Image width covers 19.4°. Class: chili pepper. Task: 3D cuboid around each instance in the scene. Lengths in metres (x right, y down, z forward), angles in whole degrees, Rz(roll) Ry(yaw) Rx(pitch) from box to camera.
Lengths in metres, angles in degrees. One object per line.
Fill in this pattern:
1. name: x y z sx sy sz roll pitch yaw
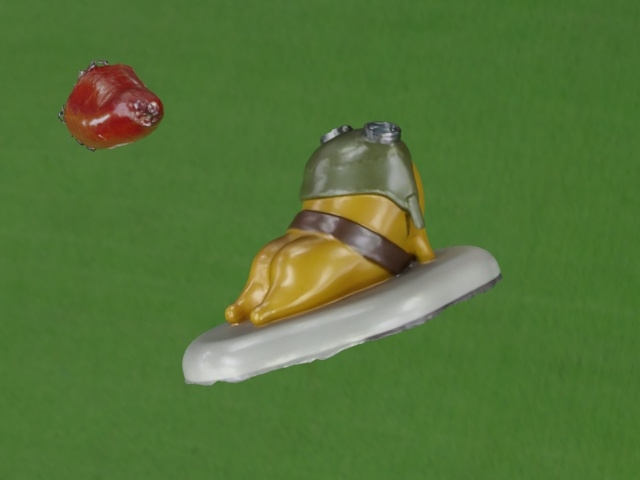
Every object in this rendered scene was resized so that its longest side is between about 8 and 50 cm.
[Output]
1. chili pepper: -0.176 -0.119 1.693 0.088 0.065 0.169 -64 24 -3

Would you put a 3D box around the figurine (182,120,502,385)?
1. figurine: 0.000 0.000 1.352 0.250 0.141 0.166 -21 11 -29
